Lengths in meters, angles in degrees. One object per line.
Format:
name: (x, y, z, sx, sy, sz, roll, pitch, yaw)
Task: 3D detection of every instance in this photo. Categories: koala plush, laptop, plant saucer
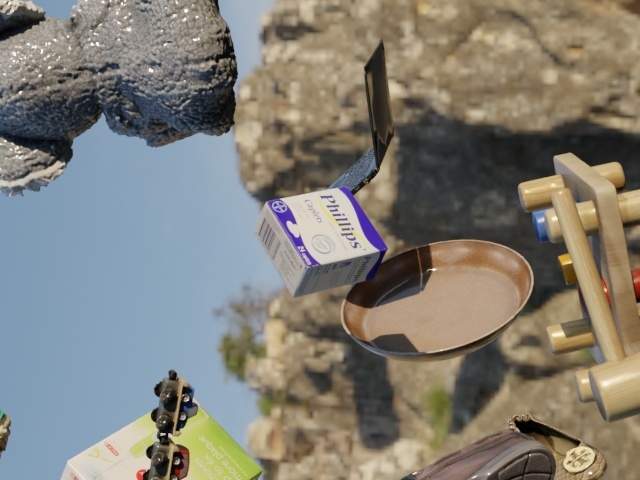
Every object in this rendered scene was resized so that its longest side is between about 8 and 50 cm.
koala plush: (-0.194, -0.147, 1.134, 0.203, 0.221, 0.196, -137, 35, -67)
laptop: (0.035, -0.162, 2.142, 0.136, 0.264, 0.234, 46, -160, -7)
plant saucer: (0.187, 0.102, 2.145, 0.310, 0.311, 0.050, -69, -31, -55)

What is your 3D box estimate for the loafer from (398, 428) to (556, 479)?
loafer: (0.153, 0.332, 1.722, 0.095, 0.302, 0.109, 39, 149, 60)

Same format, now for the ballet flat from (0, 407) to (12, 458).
ballet flat: (-0.455, 0.286, 1.678, 0.241, 0.091, 0.077, -42, -39, -63)

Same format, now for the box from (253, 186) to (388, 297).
box: (0.000, 0.000, 1.872, 0.126, 0.137, 0.072, 58, 143, 29)

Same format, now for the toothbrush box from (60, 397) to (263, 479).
toothbrush box: (-0.274, 0.415, 2.298, 0.283, 0.206, 0.122, -28, -26, -43)

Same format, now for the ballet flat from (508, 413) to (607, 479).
ballet flat: (0.334, 0.300, 1.967, 0.058, 0.084, 0.250, 65, 169, -14)

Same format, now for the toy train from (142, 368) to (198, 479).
toy train: (-0.123, 0.182, 1.096, 0.027, 0.036, 0.158, -151, 68, -66)

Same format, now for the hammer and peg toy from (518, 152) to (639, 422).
hammer and peg toy: (0.316, 0.044, 1.462, 0.361, 0.127, 0.266, -91, -12, -79)
